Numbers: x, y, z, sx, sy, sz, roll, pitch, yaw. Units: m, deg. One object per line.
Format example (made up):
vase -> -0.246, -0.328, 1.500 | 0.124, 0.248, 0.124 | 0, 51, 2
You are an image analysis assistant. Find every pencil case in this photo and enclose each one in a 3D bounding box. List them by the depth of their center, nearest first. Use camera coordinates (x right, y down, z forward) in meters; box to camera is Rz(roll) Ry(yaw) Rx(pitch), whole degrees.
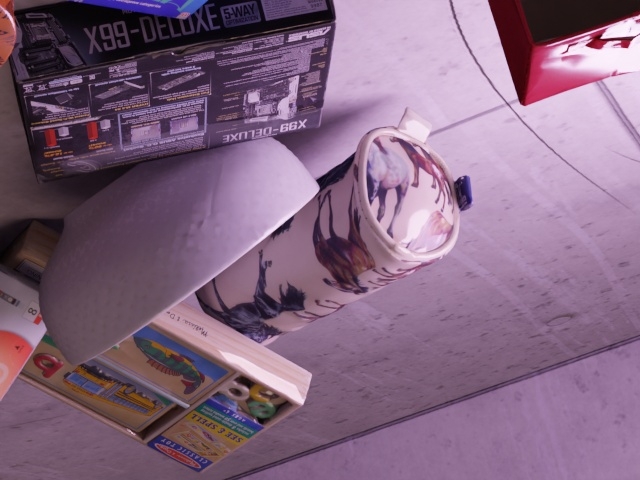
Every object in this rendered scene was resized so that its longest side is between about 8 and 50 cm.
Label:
pencil case -> 0.000, 0.000, 2.115 | 0.160, 0.183, 0.410 | 36, 145, -19

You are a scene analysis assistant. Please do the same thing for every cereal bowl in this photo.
cereal bowl -> -0.174, -0.016, 1.930 | 0.339, 0.141, 0.339 | -34, -175, 3

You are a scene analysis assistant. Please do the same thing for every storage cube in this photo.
storage cube -> 0.243, -0.255, 1.584 | 0.183, 0.215, 0.193 | -16, 167, 0

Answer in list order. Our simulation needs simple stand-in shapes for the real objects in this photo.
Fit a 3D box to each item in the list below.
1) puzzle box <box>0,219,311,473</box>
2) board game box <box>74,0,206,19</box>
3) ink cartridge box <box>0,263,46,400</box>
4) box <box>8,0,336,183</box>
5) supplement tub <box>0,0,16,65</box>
puzzle box -> -0.251, 0.144, 2.224 | 0.409, 0.052, 0.272 | 30, 141, -18
board game box -> -0.122, -0.268, 1.503 | 0.160, 0.047, 0.210 | 3, 152, -42
ink cartridge box -> -0.412, 0.087, 2.053 | 0.179, 0.045, 0.145 | 30, 98, -28
box -> -0.144, -0.162, 1.734 | 0.307, 0.076, 0.242 | -12, 161, -8
supplement tub -> -0.283, -0.245, 1.041 | 0.193, 0.316, 0.193 | -14, 161, -5
